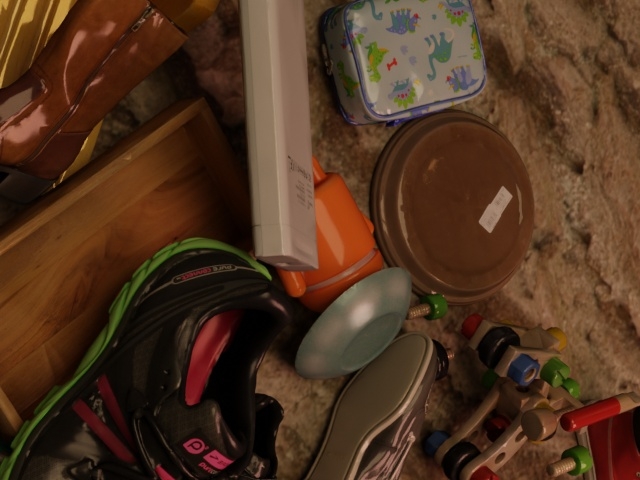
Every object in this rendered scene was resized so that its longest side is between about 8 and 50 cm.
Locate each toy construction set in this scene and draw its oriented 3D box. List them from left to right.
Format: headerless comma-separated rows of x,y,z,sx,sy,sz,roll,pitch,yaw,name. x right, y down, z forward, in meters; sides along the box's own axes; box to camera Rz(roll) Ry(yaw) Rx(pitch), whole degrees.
0.302,0.203,2.015,0.237,0.309,0.257,-13,104,-36,toy construction set

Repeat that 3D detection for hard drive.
-0.049,-0.148,1.758,0.047,0.233,0.353,-4,84,8,hard drive

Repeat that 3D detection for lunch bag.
0.112,-0.249,2.040,0.219,0.090,0.176,-17,95,-30,lunch bag

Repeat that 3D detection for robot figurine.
0.002,-0.001,1.938,0.128,0.158,0.219,-26,102,5,robot figurine

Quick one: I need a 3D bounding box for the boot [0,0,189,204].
-0.307,-0.177,1.620,0.280,0.096,0.264,-44,139,14,boot

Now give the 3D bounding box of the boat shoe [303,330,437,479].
0.064,0.276,1.978,0.095,0.112,0.335,44,71,-40,boat shoe

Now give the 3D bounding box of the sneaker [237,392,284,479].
-0.116,0.307,1.816,0.109,0.130,0.286,26,58,-29,sneaker

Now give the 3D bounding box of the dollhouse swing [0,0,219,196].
-0.320,-0.256,1.690,0.347,0.315,0.304,23,65,-28,dollhouse swing

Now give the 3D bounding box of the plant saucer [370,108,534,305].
0.195,-0.048,2.106,0.278,0.041,0.277,3,85,-31,plant saucer

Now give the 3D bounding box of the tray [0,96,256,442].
-0.250,0.027,1.739,0.411,0.076,0.202,-39,112,-30,tray

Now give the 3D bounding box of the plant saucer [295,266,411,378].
0.054,0.118,1.935,0.195,0.195,0.037,-28,60,-29,plant saucer

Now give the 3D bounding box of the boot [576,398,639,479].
0.464,0.348,2.160,0.088,0.176,0.244,-20,98,-32,boot

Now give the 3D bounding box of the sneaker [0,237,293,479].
-0.191,0.219,1.621,0.185,0.202,0.482,36,77,-46,sneaker

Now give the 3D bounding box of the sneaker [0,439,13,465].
-0.325,0.281,1.746,0.302,0.121,0.108,27,86,-48,sneaker
